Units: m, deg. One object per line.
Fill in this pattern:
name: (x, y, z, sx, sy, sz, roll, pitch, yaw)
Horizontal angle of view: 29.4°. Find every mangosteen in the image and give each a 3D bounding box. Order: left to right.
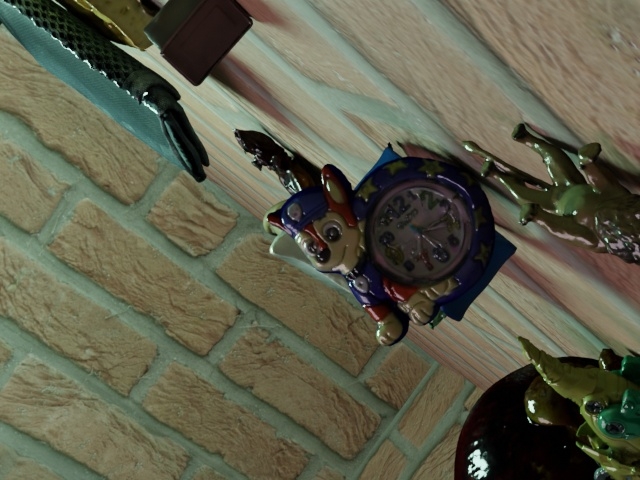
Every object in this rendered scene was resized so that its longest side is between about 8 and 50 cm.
mangosteen: (0.321, 0.281, 1.507, 0.297, 0.297, 0.293, 38, 152, -19)

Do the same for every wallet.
wallet: (-0.289, -0.227, 1.601, 0.342, 0.075, 0.237, 38, 172, 18)

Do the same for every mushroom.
mushroom: (0.000, 0.000, 1.974, 0.177, 0.126, 0.397, 21, -177, -7)

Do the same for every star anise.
star anise: (-0.036, -0.091, 1.818, 0.157, 0.053, 0.212, 38, 176, 31)

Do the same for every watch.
watch: (0.086, -0.007, 1.199, 0.196, 0.171, 0.200, 48, -172, 7)

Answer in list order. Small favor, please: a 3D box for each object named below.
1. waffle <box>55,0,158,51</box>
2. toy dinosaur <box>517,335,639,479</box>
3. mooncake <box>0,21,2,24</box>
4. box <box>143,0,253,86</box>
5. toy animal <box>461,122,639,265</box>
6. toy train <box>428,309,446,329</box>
waffle: (-0.315, -0.328, 1.500, 0.248, 0.055, 0.221, 38, 175, -26)
toy dinosaur: (0.315, 0.173, 1.296, 0.259, 0.153, 0.094, 47, -148, -21)
mooncake: (-0.592, -0.404, 1.654, 0.378, 0.200, 0.378, 48, -176, -5)
box: (-0.120, -0.201, 1.157, 0.063, 0.085, 0.060, 40, 180, 45)
toy animal: (0.164, -0.032, 0.820, 0.086, 0.069, 0.219, 27, -175, -44)
toy train: (0.133, 0.032, 1.462, 0.074, 0.118, 0.176, 29, 169, 23)
